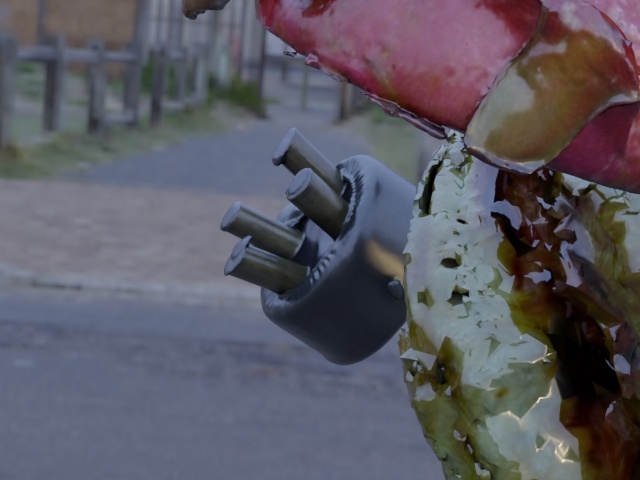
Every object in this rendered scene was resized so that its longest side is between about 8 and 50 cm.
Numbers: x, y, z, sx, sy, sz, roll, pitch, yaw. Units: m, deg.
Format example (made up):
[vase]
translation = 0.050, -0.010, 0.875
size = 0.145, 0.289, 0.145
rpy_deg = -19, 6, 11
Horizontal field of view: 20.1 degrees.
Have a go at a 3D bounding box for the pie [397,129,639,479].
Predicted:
[pie]
translation = 0.169, 0.073, 1.004
size = 0.180, 0.395, 0.418
rpy_deg = -24, 9, 14

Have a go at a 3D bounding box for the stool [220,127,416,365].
[stool]
translation = -0.004, 0.008, 1.431
size = 0.139, 0.153, 0.228
rpy_deg = 33, -24, -20

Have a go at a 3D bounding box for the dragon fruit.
[dragon fruit]
translation = 0.047, -0.054, 0.376
size = 0.126, 0.068, 0.112
rpy_deg = 29, 16, 22
